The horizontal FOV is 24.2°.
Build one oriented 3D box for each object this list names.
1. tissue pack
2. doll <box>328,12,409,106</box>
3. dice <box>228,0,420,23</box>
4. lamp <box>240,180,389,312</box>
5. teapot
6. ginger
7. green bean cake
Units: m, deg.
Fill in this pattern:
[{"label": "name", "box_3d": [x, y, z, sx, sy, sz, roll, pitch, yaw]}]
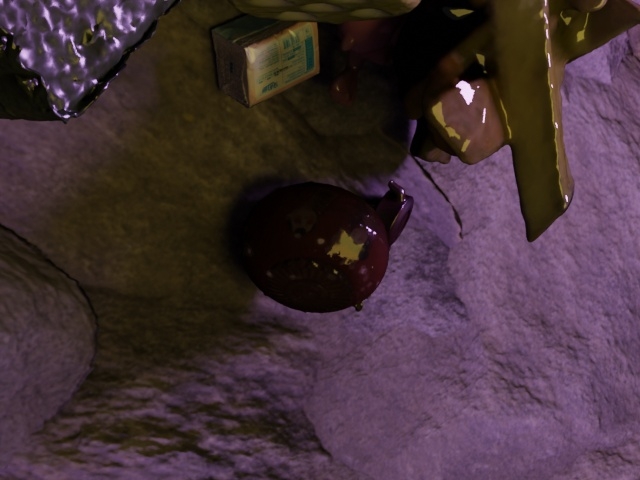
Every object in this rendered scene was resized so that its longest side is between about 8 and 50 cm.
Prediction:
[{"label": "tissue pack", "box_3d": [-0.051, -0.183, 1.458, 0.094, 0.058, 0.074, -29, 133, -31]}, {"label": "doll", "box_3d": [0.073, -0.257, 1.507, 0.262, 0.093, 0.211, -63, 163, 8]}, {"label": "dice", "box_3d": [0.003, -0.288, 1.328, 0.169, 0.169, 0.166, 6, 85, -72]}, {"label": "lamp", "box_3d": [-0.005, -0.001, 1.558, 0.157, 0.156, 0.135, 116, -15, -54]}, {"label": "teapot", "box_3d": [0.072, -0.025, 1.687, 0.068, 0.045, 0.100, -44, 159, -51]}, {"label": "ginger", "box_3d": [0.232, -0.201, 1.549, 0.413, 0.211, 0.358, -57, 164, -21]}, {"label": "green bean cake", "box_3d": [-0.221, -0.249, 1.163, 0.255, 0.132, 0.241, -57, 132, -29]}]
